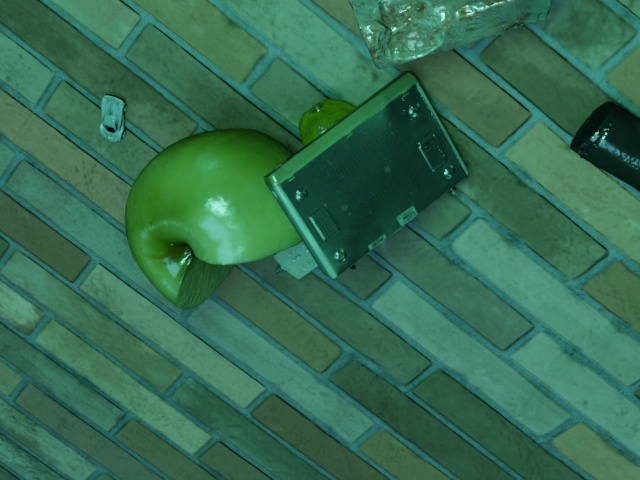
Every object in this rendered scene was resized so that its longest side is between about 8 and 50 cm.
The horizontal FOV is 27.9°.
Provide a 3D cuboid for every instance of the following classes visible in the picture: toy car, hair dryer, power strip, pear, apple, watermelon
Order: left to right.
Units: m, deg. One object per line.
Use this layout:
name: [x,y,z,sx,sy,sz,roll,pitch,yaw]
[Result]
toy car: [-0.339,-0.196,2.099,0.041,0.025,0.093,18,130,10]
apple: [-0.160,-0.054,1.978,0.233,0.258,0.295,52,139,-9]
power strip: [0.000,0.000,2.112,0.060,0.027,0.253,43,129,-13]
pear: [0.029,-0.155,1.930,0.107,0.107,0.131,-21,123,33]
watermelon: [0.152,-0.315,1.696,0.318,0.226,0.148,18,158,23]
hair dryer: [0.492,-0.167,1.754,0.197,0.089,0.251,32,125,-3]

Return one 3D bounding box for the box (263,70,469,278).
box: [0.074,-0.091,1.882,0.210,0.270,0.045,59,166,-23]
